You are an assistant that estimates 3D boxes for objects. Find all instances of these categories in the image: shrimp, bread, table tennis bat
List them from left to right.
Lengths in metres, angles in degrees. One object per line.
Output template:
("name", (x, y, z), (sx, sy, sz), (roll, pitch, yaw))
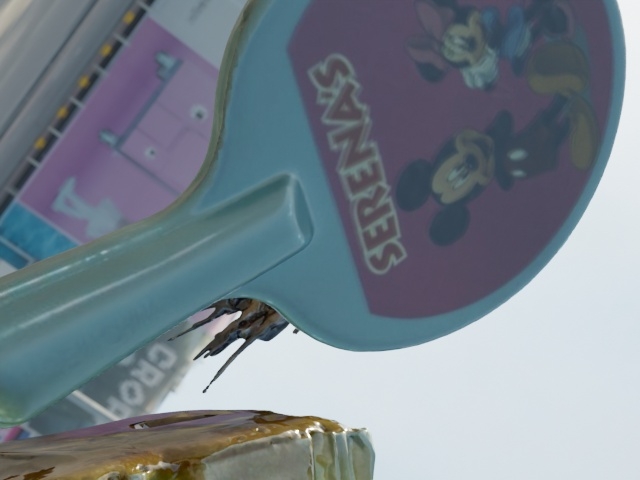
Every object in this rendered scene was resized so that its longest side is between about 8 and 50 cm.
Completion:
("bread", (-0.092, 0.139, 0.538), (0.192, 0.210, 0.110), (-16, -98, 44))
("shrimp", (0.003, 0.005, 1.078), (0.343, 0.116, 0.145), (-39, -174, -12))
("table tennis bat", (0.001, -0.019, 0.355), (0.244, 0.153, 0.040), (-29, -148, -21))
